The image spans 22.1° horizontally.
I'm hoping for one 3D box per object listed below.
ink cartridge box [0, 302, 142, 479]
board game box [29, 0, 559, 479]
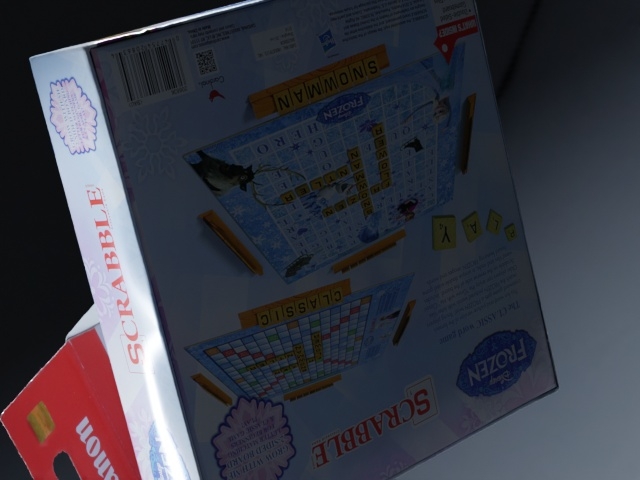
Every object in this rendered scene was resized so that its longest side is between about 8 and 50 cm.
[{"bbox_3d":[-0.100,0.115,1.101,0.056,0.181,0.224,-5,31,31],"label":"ink cartridge box"},{"bbox_3d":[0.000,0.000,1.040,0.319,0.318,0.066,-21,12,-40],"label":"board game box"}]
